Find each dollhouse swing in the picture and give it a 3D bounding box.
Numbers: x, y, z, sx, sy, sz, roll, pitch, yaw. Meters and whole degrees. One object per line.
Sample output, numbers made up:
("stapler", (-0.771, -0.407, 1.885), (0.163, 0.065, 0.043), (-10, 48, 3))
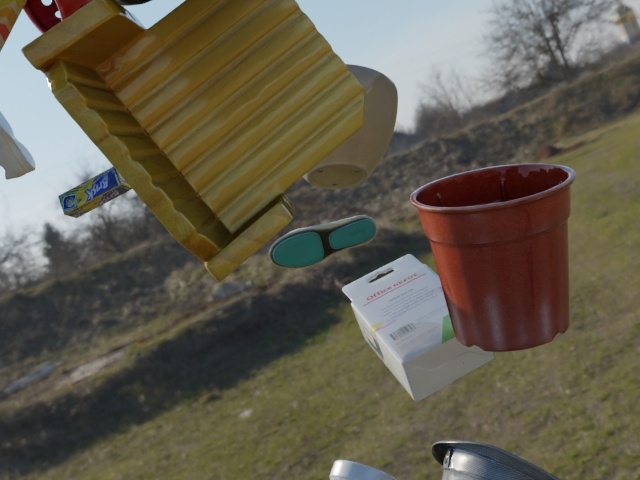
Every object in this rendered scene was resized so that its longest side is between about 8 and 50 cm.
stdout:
("dollhouse swing", (-0.115, -0.189, 1.082), (0.305, 0.347, 0.315), (-38, 6, 3))

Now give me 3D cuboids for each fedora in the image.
("fedora", (0.279, 0.430, 1.373), (0.124, 0.243, 0.275), (-62, 7, -18))

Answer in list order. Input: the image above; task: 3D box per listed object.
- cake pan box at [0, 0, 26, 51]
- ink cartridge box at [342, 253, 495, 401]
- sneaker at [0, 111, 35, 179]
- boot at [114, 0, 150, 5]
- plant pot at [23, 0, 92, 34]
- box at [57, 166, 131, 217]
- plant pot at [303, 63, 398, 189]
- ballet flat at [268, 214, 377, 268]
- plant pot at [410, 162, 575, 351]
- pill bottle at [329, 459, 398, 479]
("cake pan box", (-0.488, -0.361, 1.148), (0.246, 0.070, 0.267), (-63, -3, 1))
("ink cartridge box", (0.209, 0.182, 1.881), (0.207, 0.119, 0.353), (-26, 30, -8))
("sneaker", (-0.778, -0.237, 2.005), (0.094, 0.212, 0.080), (-26, 27, 2))
("boot", (-0.054, -0.428, 1.065), (0.445, 0.146, 0.367), (11, 52, 51))
("plant pot", (-0.458, -0.484, 1.561), (0.174, 0.191, 0.191), (-34, 6, -28))
("box", (-0.549, -0.117, 2.047), (0.169, 0.054, 0.059), (-27, -14, 11))
("plant pot", (0.031, -0.221, 1.803), (0.284, 0.191, 0.284), (-2, -20, -1))
("ballet flat", (0.000, 0.000, 1.794), (0.248, 0.086, 0.086), (-13, -2, -17))
("plant pot", (0.310, 0.030, 1.433), (0.272, 0.265, 0.272), (-11, 16, 3))
("pill bottle", (0.041, 0.526, 1.449), (0.153, 0.153, 0.265), (-22, 41, 56))
